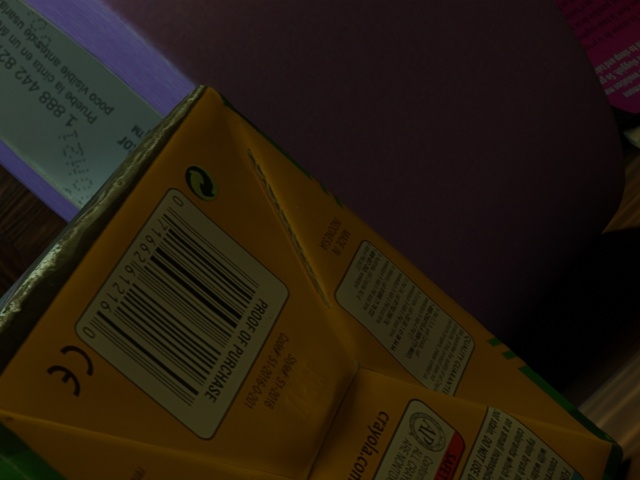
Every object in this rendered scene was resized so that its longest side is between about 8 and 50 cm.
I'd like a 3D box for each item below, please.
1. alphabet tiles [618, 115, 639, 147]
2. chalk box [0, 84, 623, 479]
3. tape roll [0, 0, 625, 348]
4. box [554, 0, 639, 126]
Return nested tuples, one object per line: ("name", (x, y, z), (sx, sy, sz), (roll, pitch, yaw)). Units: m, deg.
("alphabet tiles", (0.184, -0.112, 0.601), (0.237, 0.009, 0.198), (-48, 7, 7))
("chalk box", (-0.058, 0.097, 0.446), (0.213, 0.132, 0.132), (-45, 9, 35))
("tape roll", (-0.043, -0.060, 0.604), (0.090, 0.275, 0.275), (-50, 7, -15))
("box", (0.104, -0.155, 0.603), (0.142, 0.163, 0.247), (-53, 9, -24))
